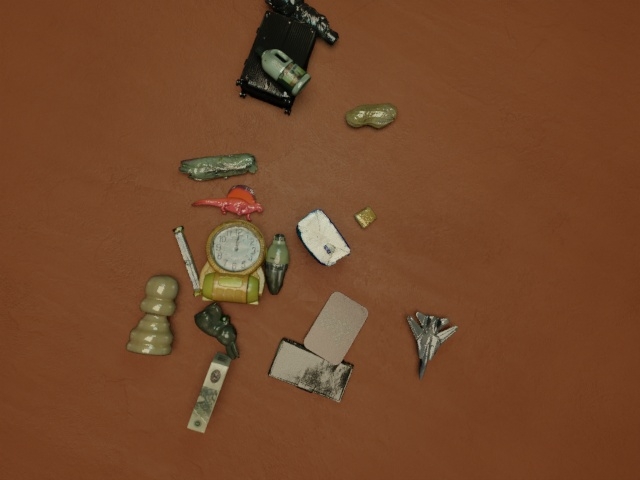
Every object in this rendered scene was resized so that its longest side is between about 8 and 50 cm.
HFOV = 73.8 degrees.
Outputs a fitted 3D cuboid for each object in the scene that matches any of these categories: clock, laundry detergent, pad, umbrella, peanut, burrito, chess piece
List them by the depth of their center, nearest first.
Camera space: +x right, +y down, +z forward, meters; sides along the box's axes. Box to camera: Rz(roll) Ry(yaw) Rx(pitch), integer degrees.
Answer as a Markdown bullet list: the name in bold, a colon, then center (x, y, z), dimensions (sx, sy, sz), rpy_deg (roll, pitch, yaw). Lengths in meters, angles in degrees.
- **laundry detergent**: center (-0.149, -0.646, 1.591), dimensions (0.226, 0.070, 0.099), rpy_deg (40, 92, -1)
- **chess piece**: center (-0.636, 0.281, 1.650), dimensions (0.167, 0.167, 0.299), rpy_deg (9, 81, -4)
- **clock**: center (-0.331, 0.084, 1.653), dimensions (0.245, 0.200, 0.316), rpy_deg (5, 80, -8)
- **burrito**: center (-0.410, -0.297, 1.713), dimensions (0.310, 0.066, 0.095), rpy_deg (-7, 84, -5)
- **umbrella**: center (-0.069, -0.927, 1.733), dimensions (0.337, 0.128, 0.154), rpy_deg (25, 71, -16)
- **pad**: center (0.066, 0.356, 1.742), dimensions (0.181, 0.004, 0.267), rpy_deg (32, 78, -1)
- **peanut**: center (0.211, -0.512, 1.754), dimensions (0.215, 0.090, 0.098), rpy_deg (-3, 118, -3)

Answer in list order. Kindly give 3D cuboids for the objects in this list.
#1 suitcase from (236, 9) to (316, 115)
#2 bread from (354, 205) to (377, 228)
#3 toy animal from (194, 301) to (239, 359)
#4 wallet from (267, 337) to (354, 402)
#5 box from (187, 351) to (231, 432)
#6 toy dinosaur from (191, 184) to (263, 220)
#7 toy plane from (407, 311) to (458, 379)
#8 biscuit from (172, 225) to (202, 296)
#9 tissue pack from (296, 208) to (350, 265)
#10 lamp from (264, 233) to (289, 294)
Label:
- **suitcase**: center (-0.168, -0.706, 1.698), dimensions (0.230, 0.152, 0.334), rpy_deg (20, 87, -4)
- **bread**: center (0.188, -0.098, 1.768), dimensions (0.083, 0.035, 0.070), rpy_deg (-39, 92, -11)
- **toy animal**: center (-0.394, 0.356, 1.690), dimensions (0.138, 0.108, 0.236), rpy_deg (-22, 112, 31)
- **wallet**: center (-0.039, 0.526, 1.730), dimensions (0.317, 0.044, 0.168), rpy_deg (22, 83, -5)
- **box**: center (-0.422, 0.576, 1.639), dimensions (0.069, 0.164, 0.256), rpy_deg (20, 87, -6)
- **toy dinosaur**: center (-0.365, -0.172, 1.722), dimensions (0.287, 0.070, 0.138), rpy_deg (13, 77, -1)
- **toy plane**: center (0.436, 0.437, 1.752), dimensions (0.213, 0.088, 0.266), rpy_deg (12, 96, -3)
- **biscuit**: center (-0.530, 0.083, 1.714), dimensions (0.048, 0.026, 0.291), rpy_deg (-18, 90, -8)
- **tissue pack**: center (0.000, 0.000, 1.633), dimensions (0.137, 0.270, 0.209), rpy_deg (-38, 92, -5)
- **lamp**: center (-0.174, 0.097, 1.703), dimensions (0.101, 0.101, 0.249), rpy_deg (6, 91, -4)
